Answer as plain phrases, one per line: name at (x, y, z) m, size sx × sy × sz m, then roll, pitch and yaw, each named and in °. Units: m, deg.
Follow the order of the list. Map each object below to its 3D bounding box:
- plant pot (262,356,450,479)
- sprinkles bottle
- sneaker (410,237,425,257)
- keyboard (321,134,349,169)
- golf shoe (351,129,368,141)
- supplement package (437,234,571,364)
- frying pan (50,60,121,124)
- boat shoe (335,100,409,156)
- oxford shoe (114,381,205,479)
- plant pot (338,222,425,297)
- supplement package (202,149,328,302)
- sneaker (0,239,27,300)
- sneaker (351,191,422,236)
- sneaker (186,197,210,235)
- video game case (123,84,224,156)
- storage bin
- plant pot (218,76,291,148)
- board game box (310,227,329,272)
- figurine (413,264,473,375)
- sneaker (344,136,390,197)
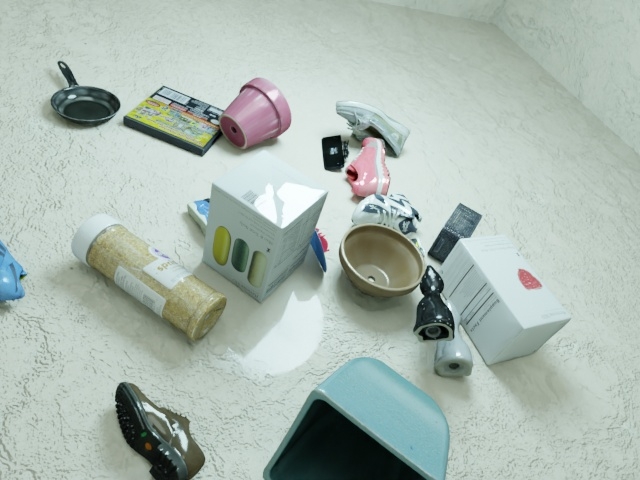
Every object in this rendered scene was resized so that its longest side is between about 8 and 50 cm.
plant pot at (0.091, 0.368, 0.906) m, size 0.247 × 0.247 × 0.252 m, roll 34°, pitch 26°, yaw 14°
sprinkles bottle at (-0.383, 0.079, 1.088) m, size 0.355 × 0.121 × 0.121 m, roll 32°, pitch 44°, yaw 11°
sneaker at (0.291, 0.026, 1.472) m, size 0.035 × 0.031 × 0.083 m, roll -6°, pitch 44°, yaw -8°
keyboard at (0.057, -0.304, 1.718) m, size 0.100 × 0.038 × 0.192 m, roll -7°, pitch 46°, yaw 4°
golf shoe at (0.197, -0.438, 1.858) m, size 0.069 × 0.086 × 0.176 m, roll 40°, pitch 44°, yaw 22°
supplement package at (0.475, 0.151, 1.306) m, size 0.177 × 0.175 × 0.293 m, roll -5°, pitch 49°, yaw -27°
frying pan at (-0.776, -0.449, 1.517) m, size 0.326 × 0.053 × 0.197 m, roll 31°, pitch 44°, yaw 13°
boat shoe at (0.184, -0.407, 1.744) m, size 0.320 × 0.103 × 0.118 m, roll 20°, pitch -2°, yaw -35°
oxford shoe at (-0.298, 0.346, 0.897) m, size 0.227 × 0.083 × 0.096 m, roll 43°, pitch 28°, yaw 21°
plant pot at (0.152, 0.073, 1.308) m, size 0.237 × 0.110 × 0.238 m, roll 12°, pitch 43°, yaw -11°
supplement package at (-0.141, -0.034, 1.189) m, size 0.199 × 0.263 × 0.198 m, roll 33°, pitch 45°, yaw 13°
sneaker at (-0.688, 0.055, 1.046) m, size 0.082 × 0.069 × 0.209 m, roll 23°, pitch 19°, yaw -51°
sneaker at (0.217, -0.066, 1.484) m, size 0.234 × 0.094 × 0.153 m, roll -11°, pitch 42°, yaw -43°
sneaker at (-0.288, -0.061, 1.309) m, size 0.084 × 0.058 × 0.152 m, roll -25°, pitch 53°, yaw -28°
video game case at (-0.457, -0.399, 1.603) m, size 0.274 × 0.035 × 0.248 m, roll 23°, pitch 43°, yaw 0°
storage bin at (0.413, -0.019, 1.492) m, size 0.084 × 0.122 × 0.180 m, roll 33°, pitch 44°, yaw 13°
plant pot at (-0.225, -0.400, 1.594) m, size 0.201 × 0.201 × 0.180 m, roll 37°, pitch 61°, yaw 17°
board game box at (0.000, 0.000, 1.303) m, size 0.033 × 0.133 × 0.169 m, roll -19°, pitch 53°, yaw -11°
figurine at (0.306, 0.197, 1.207) m, size 0.092 × 0.215 × 0.210 m, roll -18°, pitch 32°, yaw 24°
sneaker at (0.148, -0.256, 1.637) m, size 0.136 × 0.116 × 0.314 m, roll 4°, pitch 43°, yaw -7°
